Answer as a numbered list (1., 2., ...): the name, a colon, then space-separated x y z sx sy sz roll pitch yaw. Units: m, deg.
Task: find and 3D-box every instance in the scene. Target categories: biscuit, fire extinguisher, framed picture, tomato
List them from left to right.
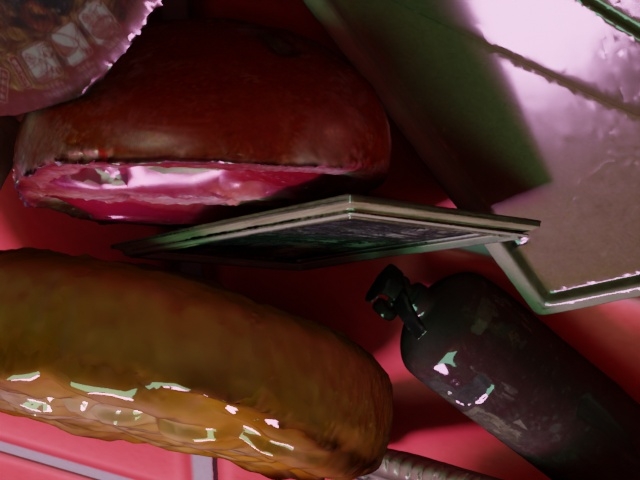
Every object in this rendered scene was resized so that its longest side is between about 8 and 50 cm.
1. biscuit: -0.099 0.073 0.784 0.296 0.102 0.296 10 166 3
2. tomato: -0.060 -0.062 0.645 0.173 0.099 0.189 4 169 -20
3. framed picture: 0.000 0.000 0.692 0.142 0.011 0.183 6 169 -44
4. fire extinguisher: 0.124 0.091 0.765 0.268 0.089 0.072 38 106 -19
5. framed picture: 0.129 -0.091 0.607 0.240 0.020 0.324 -15 128 37

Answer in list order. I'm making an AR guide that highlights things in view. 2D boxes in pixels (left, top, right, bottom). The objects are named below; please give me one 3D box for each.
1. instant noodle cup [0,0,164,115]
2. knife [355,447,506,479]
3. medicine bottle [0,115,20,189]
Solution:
1. instant noodle cup: -0.163 -0.190 0.555 0.274 0.090 0.274 14 132 16
2. knife: 0.095 0.165 0.822 0.365 0.043 0.089 6 148 46
3. medicine bottle: -0.381 -0.090 0.670 0.406 0.235 0.236 38 138 -21
